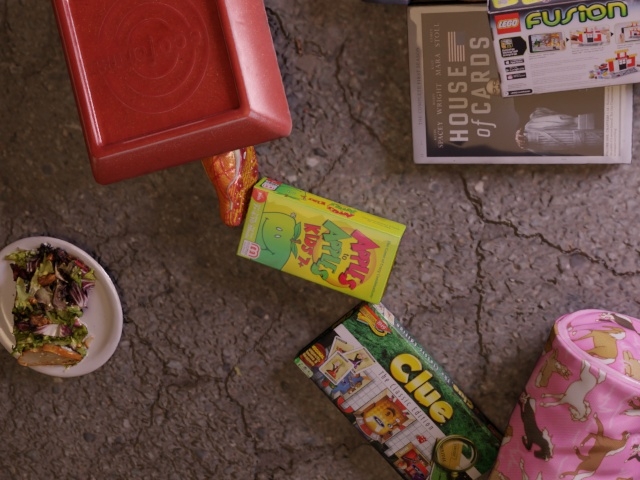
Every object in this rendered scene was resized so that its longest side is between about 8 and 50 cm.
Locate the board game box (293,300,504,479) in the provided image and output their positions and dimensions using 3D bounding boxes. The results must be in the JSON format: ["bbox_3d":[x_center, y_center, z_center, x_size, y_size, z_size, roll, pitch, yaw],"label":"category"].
[{"bbox_3d":[0.101,0.201,1.329,0.136,0.030,0.259,-41,95,22],"label":"board game box"}]

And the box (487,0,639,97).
[{"bbox_3d":[0.277,-0.206,1.073,0.207,0.036,0.114,-4,137,15],"label":"box"}]

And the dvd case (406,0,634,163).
[{"bbox_3d":[0.215,-0.171,1.165,0.239,0.029,0.179,1,109,14],"label":"dvd case"}]

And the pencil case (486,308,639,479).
[{"bbox_3d":[0.286,0.274,1.238,0.167,0.160,0.386,38,120,38],"label":"pencil case"}]

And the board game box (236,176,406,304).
[{"bbox_3d":[0.000,0.000,1.275,0.181,0.043,0.092,19,113,8],"label":"board game box"}]

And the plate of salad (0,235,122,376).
[{"bbox_3d":[-0.354,0.092,1.402,0.200,0.048,0.199,5,110,14],"label":"plate of salad"}]

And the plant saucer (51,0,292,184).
[{"bbox_3d":[-0.183,-0.213,1.214,0.258,0.048,0.259,-13,92,19],"label":"plant saucer"}]

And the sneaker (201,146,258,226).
[{"bbox_3d":[-0.114,-0.103,1.266,0.067,0.064,0.175,0,100,23],"label":"sneaker"}]

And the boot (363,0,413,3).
[{"bbox_3d":[0.143,-0.303,1.108,0.219,0.082,0.106,1,112,17],"label":"boot"}]
